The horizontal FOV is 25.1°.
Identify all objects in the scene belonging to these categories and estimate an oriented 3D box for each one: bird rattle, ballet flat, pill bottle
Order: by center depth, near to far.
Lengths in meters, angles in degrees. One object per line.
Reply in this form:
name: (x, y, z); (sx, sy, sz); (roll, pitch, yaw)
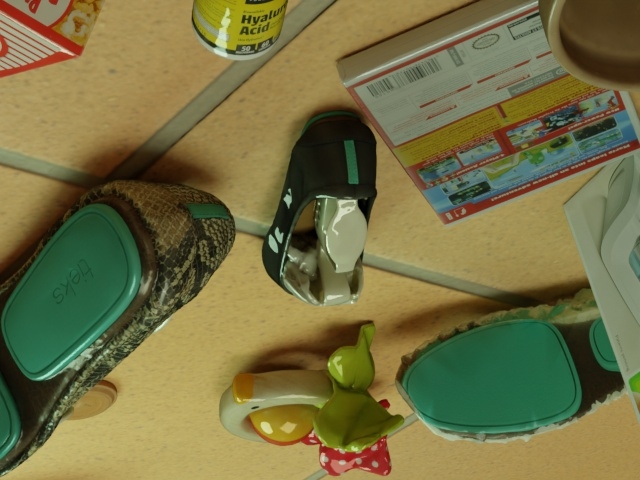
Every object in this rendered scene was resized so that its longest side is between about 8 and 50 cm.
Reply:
pill bottle: (-0.050, -0.181, 0.970); (0.065, 0.065, 0.116); (-6, 150, -14)
ballet flat: (0.000, 0.000, 1.277); (0.095, 0.096, 0.280); (-9, 151, -10)
ballet flat: (-0.249, 0.101, 1.307); (0.483, 0.164, 0.182); (-36, 165, 31)
ballet flat: (0.282, 0.131, 1.601); (0.408, 0.147, 0.147); (-14, 151, -4)
bird rattle: (-0.011, 0.184, 1.619); (0.206, 0.143, 0.253); (3, 162, -7)

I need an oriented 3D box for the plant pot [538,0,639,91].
plant pot: (0.259, -0.216, 1.001); (0.237, 0.110, 0.237); (-10, 151, -6)

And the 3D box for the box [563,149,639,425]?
box: (0.370, 0.020, 1.308); (0.126, 0.262, 0.231); (4, 147, -30)

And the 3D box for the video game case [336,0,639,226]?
video game case: (0.156, -0.112, 1.223); (0.204, 0.025, 0.285); (-22, 150, 13)

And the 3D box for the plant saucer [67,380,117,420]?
plant saucer: (-0.260, 0.174, 1.550); (0.083, 0.013, 0.083); (-11, 152, -6)

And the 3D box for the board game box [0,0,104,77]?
board game box: (-0.240, -0.161, 0.825); (0.193, 0.045, 0.146); (29, 163, -31)
